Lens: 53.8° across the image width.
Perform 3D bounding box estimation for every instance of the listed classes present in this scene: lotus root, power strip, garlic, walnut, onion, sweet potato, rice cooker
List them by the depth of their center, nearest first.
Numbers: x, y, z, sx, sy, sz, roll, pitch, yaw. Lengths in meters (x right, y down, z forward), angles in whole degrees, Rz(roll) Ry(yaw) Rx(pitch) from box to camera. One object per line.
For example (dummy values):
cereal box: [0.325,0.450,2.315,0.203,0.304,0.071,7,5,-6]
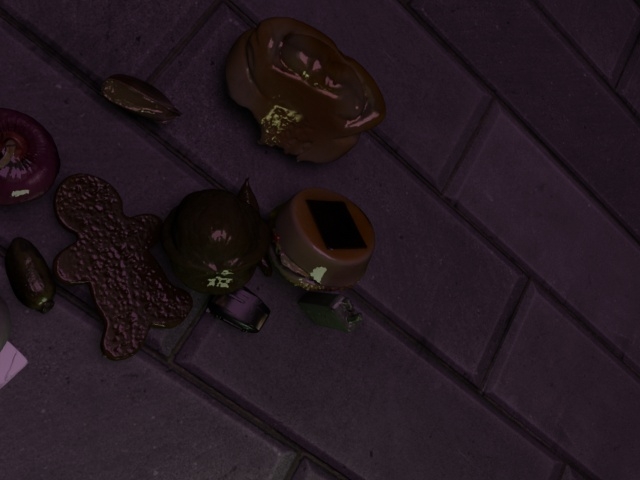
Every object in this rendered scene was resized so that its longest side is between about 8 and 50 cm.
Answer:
onion: [-0.666,-0.181,1.377,0.200,0.201,0.207,-26,64,-28]
lotus root: [-0.643,0.079,1.392,0.080,0.089,0.179,-25,88,-58]
walnut: [-0.249,-0.006,1.509,0.282,0.283,0.228,-13,130,-28]
garlic: [-0.444,-0.345,1.547,0.195,0.101,0.087,24,104,-30]
rice cooker: [-0.209,0.167,1.594,0.165,0.112,0.107,26,78,-15]
power strip: [0.031,0.181,1.617,0.053,0.288,0.093,-42,103,-18]
sweet potato: [-0.184,-0.028,1.660,0.074,0.074,0.270,-19,102,-28]

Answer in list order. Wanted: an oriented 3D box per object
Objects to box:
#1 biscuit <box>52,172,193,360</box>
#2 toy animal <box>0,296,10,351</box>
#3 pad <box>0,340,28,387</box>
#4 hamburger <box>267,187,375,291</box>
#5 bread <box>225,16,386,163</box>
biscuit: [-0.486,0.044,1.493,0.283,0.064,0.432,-33,96,-34]
toy animal: [-0.749,0.199,1.251,0.265,0.206,0.272,-36,95,-22]
pad: [-0.768,0.290,1.345,0.156,0.004,0.232,50,65,-14]
hamburger: [0.000,0.000,1.659,0.301,0.170,0.302,19,44,-20]
bread: [-0.045,-0.398,1.682,0.423,0.245,0.329,33,70,-24]
